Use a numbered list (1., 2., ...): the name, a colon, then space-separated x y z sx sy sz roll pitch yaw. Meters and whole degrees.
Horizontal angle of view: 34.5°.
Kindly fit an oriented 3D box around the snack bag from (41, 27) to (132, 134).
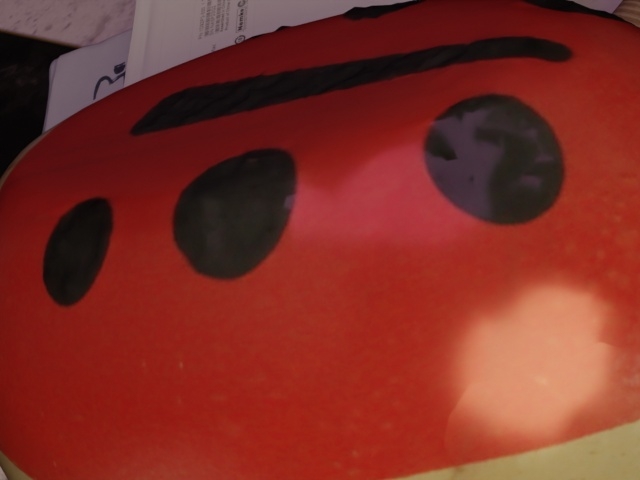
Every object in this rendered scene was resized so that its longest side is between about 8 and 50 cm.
1. snack bag: -0.093 -0.082 0.766 0.343 0.037 0.323 -16 54 23

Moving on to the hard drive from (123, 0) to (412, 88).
1. hard drive: 0.007 -0.167 0.712 0.308 0.040 0.203 -14 54 20

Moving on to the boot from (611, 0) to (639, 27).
1. boot: 0.286 -0.119 0.521 0.220 0.109 0.283 -44 28 1

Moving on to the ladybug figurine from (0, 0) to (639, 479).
1. ladybug figurine: 0.000 0.000 0.474 0.450 0.161 0.305 -7 33 34
